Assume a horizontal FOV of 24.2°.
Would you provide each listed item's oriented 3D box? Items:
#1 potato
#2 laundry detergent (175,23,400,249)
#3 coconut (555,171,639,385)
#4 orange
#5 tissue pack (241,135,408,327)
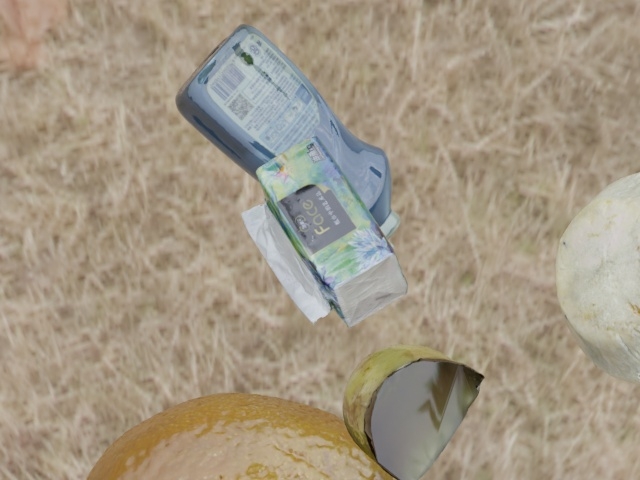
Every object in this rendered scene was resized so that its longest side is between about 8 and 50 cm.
[{"bbox_3d":[0.046,0.108,1.026,0.066,0.103,0.096,44,73,-20],"label":"potato"},{"bbox_3d":[-0.013,-0.068,1.151,0.206,0.061,0.096,43,47,-10],"label":"laundry detergent"},{"bbox_3d":[0.260,0.031,1.062,0.162,0.161,0.161,8,58,-36],"label":"coconut"},{"bbox_3d":[-0.076,0.313,1.497,0.357,0.322,0.322,-8,60,27],"label":"orange"},{"bbox_3d":[-0.001,0.000,1.055,0.079,0.085,0.111,-31,66,-3],"label":"tissue pack"}]
